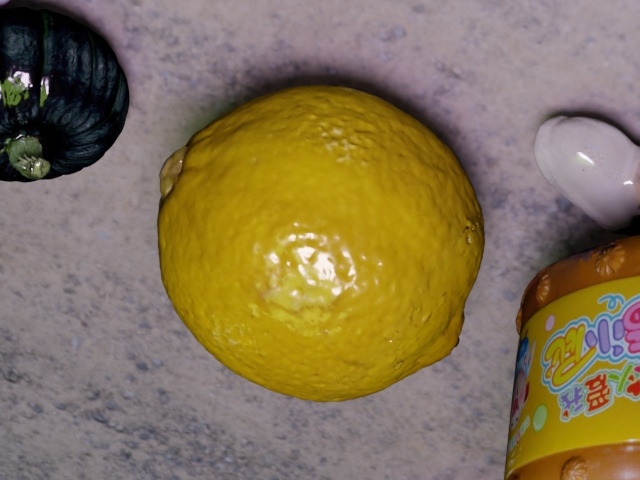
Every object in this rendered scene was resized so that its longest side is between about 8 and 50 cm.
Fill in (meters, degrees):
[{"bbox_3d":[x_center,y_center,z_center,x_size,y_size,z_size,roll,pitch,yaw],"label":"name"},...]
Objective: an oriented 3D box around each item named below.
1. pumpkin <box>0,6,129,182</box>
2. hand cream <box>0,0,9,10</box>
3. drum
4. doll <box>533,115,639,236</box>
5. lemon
[{"bbox_3d":[-0.269,-0.127,1.436,0.194,0.150,0.194,14,169,3],"label":"pumpkin"},{"bbox_3d":[-0.342,-0.198,1.482,0.076,0.047,0.174,39,139,-16],"label":"hand cream"},{"bbox_3d":[0.355,0.162,1.304,0.431,0.214,0.431,8,158,3],"label":"drum"},{"bbox_3d":[0.373,-0.064,1.258,0.348,0.161,0.423,24,147,-7],"label":"doll"},{"bbox_3d":[0.001,0.001,1.374,0.293,0.293,0.293,10,131,12],"label":"lemon"}]
